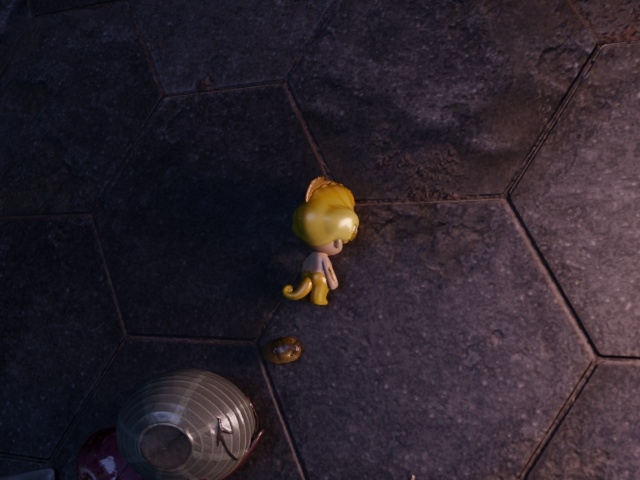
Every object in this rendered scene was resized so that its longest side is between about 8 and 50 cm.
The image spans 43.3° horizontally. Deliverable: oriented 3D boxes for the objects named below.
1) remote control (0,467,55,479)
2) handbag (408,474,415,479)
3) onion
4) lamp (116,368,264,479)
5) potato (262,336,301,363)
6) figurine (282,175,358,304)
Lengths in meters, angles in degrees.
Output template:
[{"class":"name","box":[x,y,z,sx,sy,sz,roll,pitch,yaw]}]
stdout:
[{"class":"remote control","box":[-0.683,0.553,1.787,0.229,0.044,0.073,-15,66,23]},{"class":"handbag","box":[0.117,0.533,1.340,0.182,0.117,0.270,45,100,18]},{"class":"onion","box":[-0.408,0.461,1.617,0.177,0.153,0.177,-2,86,25]},{"class":"lamp","box":[-0.247,0.352,1.523,0.265,0.233,0.233,-22,66,16]},{"class":"potato","box":[-0.076,0.215,1.577,0.083,0.040,0.051,-14,64,22]},{"class":"figurine","box":[0.000,0.000,1.565,0.156,0.131,0.246,7,89,44]}]
